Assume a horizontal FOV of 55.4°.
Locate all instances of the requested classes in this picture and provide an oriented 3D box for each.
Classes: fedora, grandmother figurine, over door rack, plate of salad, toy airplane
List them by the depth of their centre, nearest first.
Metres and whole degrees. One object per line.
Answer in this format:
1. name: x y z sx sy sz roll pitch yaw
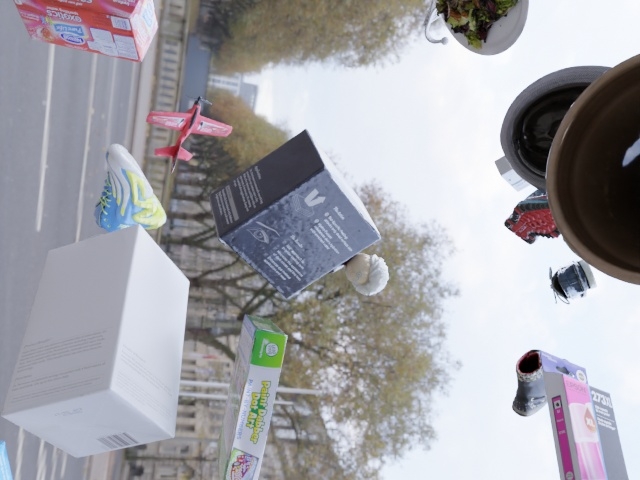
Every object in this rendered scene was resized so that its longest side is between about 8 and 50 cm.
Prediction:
1. plate of salad: 0.251 -0.396 0.992 0.200 0.048 0.200 45 -27 30
2. toy airplane: -0.227 -0.179 1.023 0.028 0.151 0.151 60 -35 37
3. fedora: 0.496 -0.214 1.181 0.124 0.275 0.244 -36 110 -59
4. over door rack: 0.337 -0.612 1.316 0.239 0.108 0.324 -45 152 -36
5. grandmother figurine: 0.000 0.000 1.331 0.104 0.342 0.208 -50 174 -38

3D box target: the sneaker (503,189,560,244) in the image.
1. sneaker: 0.468 -0.076 1.285 0.125 0.104 0.262 -53 177 -4

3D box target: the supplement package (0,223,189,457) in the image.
1. supplement package: -0.329 0.153 0.950 0.175 0.177 0.293 61 18 -47

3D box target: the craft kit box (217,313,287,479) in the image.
1. craft kit box: -0.118 0.256 0.999 0.250 0.060 0.247 174 -69 -80

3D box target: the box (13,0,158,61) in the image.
1. box: -0.492 -0.488 1.291 0.128 0.256 0.123 98 5 -61

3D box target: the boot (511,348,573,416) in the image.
1. boot: 0.629 0.369 1.707 0.085 0.236 0.179 34 -34 45

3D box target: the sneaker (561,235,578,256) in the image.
1. sneaker: 0.594 0.036 1.015 0.182 0.410 0.158 96 5 -67

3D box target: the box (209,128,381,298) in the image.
1. box: -0.032 -0.030 0.795 0.156 0.158 0.093 48 13 -43

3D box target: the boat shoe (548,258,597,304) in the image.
1. boat shoe: 0.565 0.097 1.389 0.254 0.079 0.095 16 56 -76

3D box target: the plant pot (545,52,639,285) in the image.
1. plant pot: 0.439 -0.068 0.722 0.263 0.229 0.263 -9 -103 43

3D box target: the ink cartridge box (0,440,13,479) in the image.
1. ink cartridge box: -0.293 0.205 0.387 0.181 0.104 0.062 -81 171 -72

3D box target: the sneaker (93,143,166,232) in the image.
1. sneaker: -0.383 -0.076 1.163 0.091 0.126 0.240 53 -13 30

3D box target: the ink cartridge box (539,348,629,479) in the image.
1. ink cartridge box: 0.613 0.436 1.415 0.069 0.175 0.371 -43 -147 43

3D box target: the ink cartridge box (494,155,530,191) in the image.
1. ink cartridge box: 0.637 -0.228 1.936 0.109 0.150 0.063 -32 -125 27
